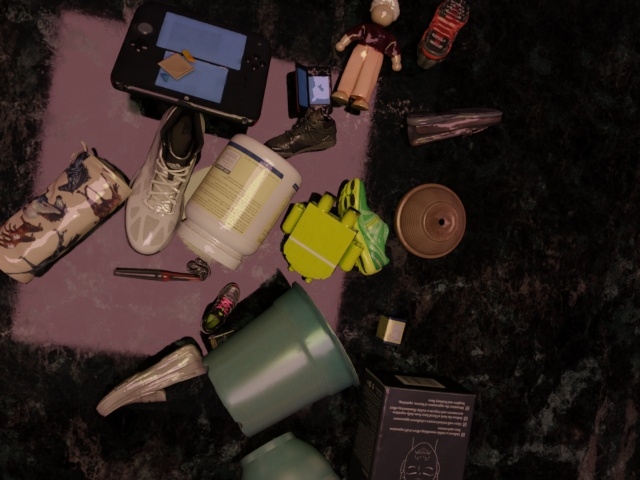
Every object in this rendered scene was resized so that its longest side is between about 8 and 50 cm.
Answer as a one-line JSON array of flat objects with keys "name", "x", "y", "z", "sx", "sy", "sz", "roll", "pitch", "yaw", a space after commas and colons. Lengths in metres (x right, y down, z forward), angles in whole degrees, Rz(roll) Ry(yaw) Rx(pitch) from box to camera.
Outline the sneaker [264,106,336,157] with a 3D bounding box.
[{"name": "sneaker", "x": -0.058, "y": -0.317, "z": 1.745, "sx": 0.227, "sy": 0.087, "sz": 0.130, "roll": -14, "pitch": 139, "yaw": -15}]

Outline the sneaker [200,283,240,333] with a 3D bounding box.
[{"name": "sneaker", "x": -0.290, "y": 0.205, "z": 1.764, "sx": 0.063, "sy": 0.075, "sz": 0.170, "roll": 38, "pitch": 85, "yaw": -12}]

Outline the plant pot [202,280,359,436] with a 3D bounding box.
[{"name": "plant pot", "x": -0.123, "y": 0.345, "z": 1.670, "sx": 0.334, "sy": 0.341, "sz": 0.341, "roll": -32, "pitch": 100, "yaw": -10}]

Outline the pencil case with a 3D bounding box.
[{"name": "pencil case", "x": -0.714, "y": -0.066, "z": 1.613, "sx": 0.410, "sy": 0.160, "sz": 0.183, "roll": -43, "pitch": 85, "yaw": -7}]

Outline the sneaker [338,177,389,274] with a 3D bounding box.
[{"name": "sneaker", "x": 0.136, "y": -0.046, "z": 1.839, "sx": 0.123, "sy": 0.109, "sz": 0.296, "roll": -16, "pitch": 98, "yaw": -30}]

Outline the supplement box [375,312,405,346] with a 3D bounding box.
[{"name": "supplement box", "x": 0.217, "y": 0.276, "z": 1.874, "sx": 0.056, "sy": 0.083, "sz": 0.083, "roll": 15, "pitch": 90, "yaw": -12}]

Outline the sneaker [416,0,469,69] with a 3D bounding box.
[{"name": "sneaker", "x": 0.367, "y": -0.628, "z": 1.843, "sx": 0.097, "sy": 0.135, "sz": 0.276, "roll": 30, "pitch": 64, "yaw": 0}]

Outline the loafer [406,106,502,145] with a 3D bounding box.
[{"name": "loafer", "x": 0.414, "y": -0.355, "z": 1.878, "sx": 0.302, "sy": 0.109, "sz": 0.095, "roll": -6, "pitch": 114, "yaw": -6}]

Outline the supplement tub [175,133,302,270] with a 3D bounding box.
[{"name": "supplement tub", "x": -0.227, "y": -0.105, "z": 1.676, "sx": 0.235, "sy": 0.235, "sz": 0.325, "roll": 35, "pitch": 86, "yaw": -12}]

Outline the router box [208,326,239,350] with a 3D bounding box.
[{"name": "router box", "x": -0.273, "y": 0.328, "z": 1.795, "sx": 0.092, "sy": 0.038, "sz": 0.123, "roll": -17, "pitch": 97, "yaw": -12}]

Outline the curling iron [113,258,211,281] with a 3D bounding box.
[{"name": "curling iron", "x": -0.455, "y": 0.089, "z": 1.742, "sx": 0.273, "sy": 0.035, "sz": 0.068, "roll": -2, "pitch": 90, "yaw": -13}]

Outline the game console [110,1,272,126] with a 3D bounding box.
[{"name": "game console", "x": -0.332, "y": -0.482, "z": 1.626, "sx": 0.386, "sy": 0.060, "sz": 0.342, "roll": 13, "pitch": 52, "yaw": -12}]

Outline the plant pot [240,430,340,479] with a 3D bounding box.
[{"name": "plant pot", "x": -0.115, "y": 0.683, "z": 1.751, "sx": 0.293, "sy": 0.293, "sz": 0.196, "roll": -28, "pitch": 73, "yaw": -9}]

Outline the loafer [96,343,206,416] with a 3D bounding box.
[{"name": "loafer", "x": -0.479, "y": 0.416, "z": 1.720, "sx": 0.319, "sy": 0.112, "sz": 0.112, "roll": -30, "pitch": 91, "yaw": -9}]

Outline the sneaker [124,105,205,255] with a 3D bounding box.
[{"name": "sneaker", "x": -0.428, "y": -0.170, "z": 1.616, "sx": 0.169, "sy": 0.257, "sz": 0.448, "roll": 17, "pitch": 90, "yaw": -13}]

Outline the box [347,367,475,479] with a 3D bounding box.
[{"name": "box", "x": 0.271, "y": 0.620, "z": 1.844, "sx": 0.293, "sy": 0.212, "sz": 0.396, "roll": 9, "pitch": 91, "yaw": -13}]

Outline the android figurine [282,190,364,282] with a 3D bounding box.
[{"name": "android figurine", "x": 0.000, "y": 0.000, "z": 1.784, "sx": 0.248, "sy": 0.056, "sz": 0.273, "roll": 32, "pitch": 107, "yaw": 8}]

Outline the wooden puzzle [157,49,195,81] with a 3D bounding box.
[{"name": "wooden puzzle", "x": -0.372, "y": -0.450, "z": 1.559, "sx": 0.078, "sy": 0.014, "sz": 0.116, "roll": 45, "pitch": 56, "yaw": 13}]

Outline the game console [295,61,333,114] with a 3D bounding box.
[{"name": "game console", "x": -0.018, "y": -0.447, "z": 1.775, "sx": 0.124, "sy": 0.085, "sz": 0.144, "roll": -4, "pitch": 95, "yaw": -12}]

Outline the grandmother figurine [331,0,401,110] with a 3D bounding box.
[{"name": "grandmother figurine", "x": 0.153, "y": -0.566, "z": 1.799, "sx": 0.207, "sy": 0.104, "sz": 0.343, "roll": 17, "pitch": 93, "yaw": -23}]

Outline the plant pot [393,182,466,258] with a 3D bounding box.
[{"name": "plant pot", "x": 0.354, "y": -0.060, "z": 1.870, "sx": 0.237, "sy": 0.110, "sz": 0.238, "roll": -1, "pitch": 93, "yaw": -11}]
